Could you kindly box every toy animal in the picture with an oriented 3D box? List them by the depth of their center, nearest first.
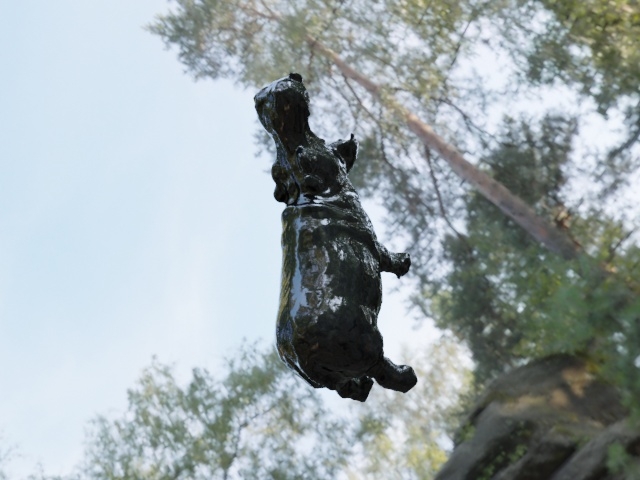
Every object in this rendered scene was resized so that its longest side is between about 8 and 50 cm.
[{"bbox_3d":[0.010,-0.001,0.909,0.106,0.343,0.168,-26,-28,34],"label":"toy animal"}]
